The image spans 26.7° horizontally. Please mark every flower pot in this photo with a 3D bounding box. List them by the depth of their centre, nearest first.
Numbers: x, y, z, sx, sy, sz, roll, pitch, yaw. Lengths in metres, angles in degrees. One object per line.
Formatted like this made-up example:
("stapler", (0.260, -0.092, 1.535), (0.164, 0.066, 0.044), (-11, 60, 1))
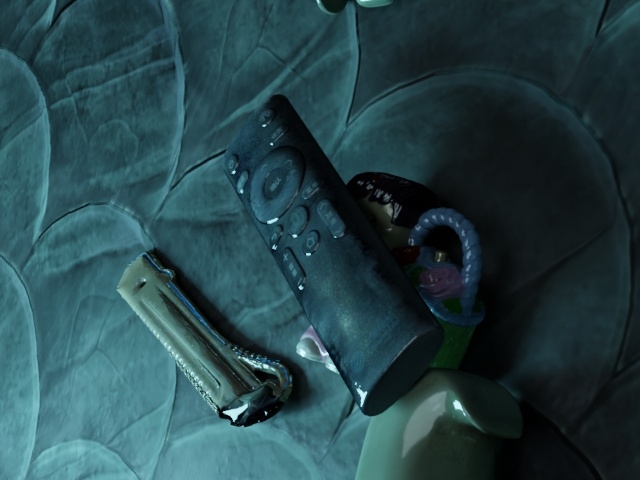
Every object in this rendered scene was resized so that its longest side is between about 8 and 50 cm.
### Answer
("flower pot", (0.057, 0.305, 1.193), (0.367, 0.164, 0.254), (-47, 43, 31))

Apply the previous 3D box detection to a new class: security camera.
("security camera", (0.046, -0.269, 1.436), (0.092, 0.058, 0.058), (8, 86, 37))

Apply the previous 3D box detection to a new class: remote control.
("remote control", (0.000, 0.000, 1.273), (0.107, 0.044, 0.378), (-48, 43, 16))

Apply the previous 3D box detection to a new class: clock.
("clock", (0.074, 0.040, 1.288), (0.194, 0.100, 0.196), (19, 97, 45))

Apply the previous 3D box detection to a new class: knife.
("knife", (-0.140, 0.110, 1.554), (0.089, 0.043, 0.365), (-41, 41, -9))
